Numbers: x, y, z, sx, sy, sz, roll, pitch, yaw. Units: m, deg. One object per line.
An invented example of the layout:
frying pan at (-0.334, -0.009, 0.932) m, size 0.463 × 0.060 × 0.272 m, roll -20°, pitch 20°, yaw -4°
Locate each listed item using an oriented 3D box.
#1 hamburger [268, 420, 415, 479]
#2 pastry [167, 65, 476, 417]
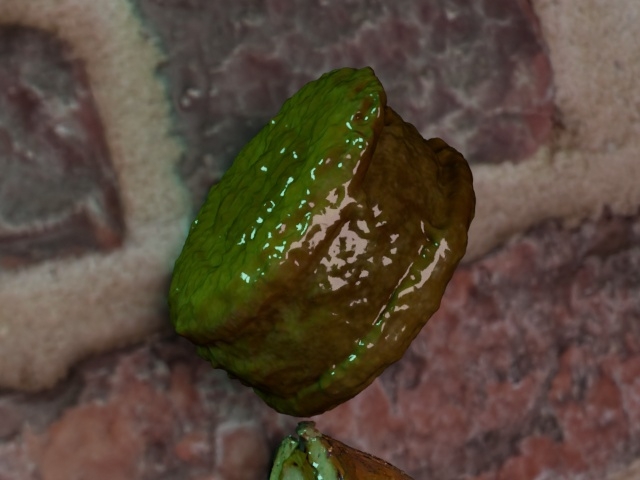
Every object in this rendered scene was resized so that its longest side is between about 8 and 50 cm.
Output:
hamburger at (0.030, 0.193, 1.036) m, size 0.102 × 0.087 × 0.176 m, roll 2°, pitch 79°, yaw -24°
pastry at (0.000, 0.000, 0.999) m, size 0.103 × 0.189 × 0.188 m, roll 36°, pitch 69°, yaw -20°
